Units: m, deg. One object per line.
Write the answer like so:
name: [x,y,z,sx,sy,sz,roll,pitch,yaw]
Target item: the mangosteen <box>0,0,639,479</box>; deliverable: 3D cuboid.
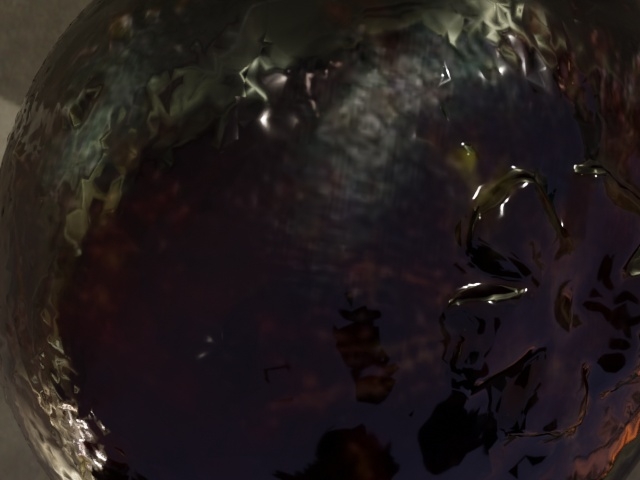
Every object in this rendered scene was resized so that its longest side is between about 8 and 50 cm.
mangosteen: [0.007,0.001,0.460,0.330,0.330,0.330,-6,130,-7]
